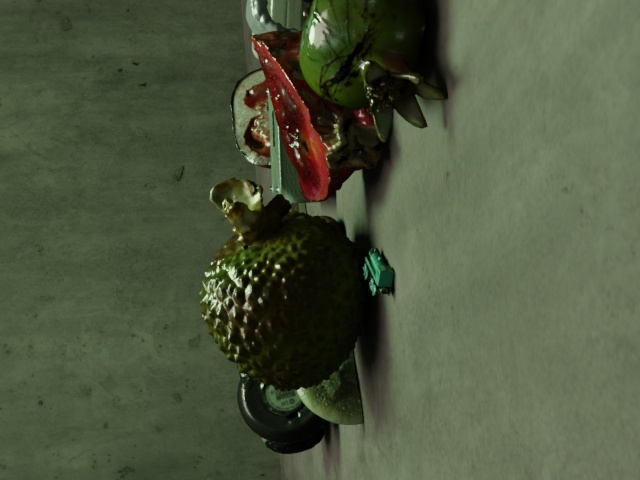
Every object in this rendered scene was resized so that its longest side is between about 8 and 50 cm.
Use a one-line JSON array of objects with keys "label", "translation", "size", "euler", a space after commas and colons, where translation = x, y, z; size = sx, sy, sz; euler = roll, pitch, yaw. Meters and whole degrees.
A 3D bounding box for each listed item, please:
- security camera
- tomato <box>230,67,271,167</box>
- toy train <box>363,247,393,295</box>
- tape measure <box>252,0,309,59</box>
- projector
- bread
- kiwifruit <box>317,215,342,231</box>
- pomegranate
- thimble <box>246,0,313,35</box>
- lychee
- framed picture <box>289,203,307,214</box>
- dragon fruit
[{"label": "security camera", "translation": [-0.071, 0.360, 1.782], "size": [0.277, 0.196, 0.191], "euler": [89, 165, -66]}, {"label": "tomato", "translation": [-0.092, -0.254, 1.780], "size": [0.155, 0.180, 0.214], "euler": [32, -120, -78]}, {"label": "toy train", "translation": [0.078, 0.043, 1.132], "size": [0.092, 0.029, 0.045], "euler": [-108, 24, -63]}, {"label": "tape measure", "translation": [-0.060, -0.465, 1.515], "size": [0.265, 0.130, 0.258], "euler": [-101, 12, -70]}, {"label": "projector", "translation": [-0.045, -0.199, 1.580], "size": [0.198, 0.108, 0.251], "euler": [-145, 51, -81]}, {"label": "bread", "translation": [0.006, 0.222, 1.413], "size": [0.036, 0.112, 0.193], "euler": [110, 155, -60]}, {"label": "kiwifruit", "translation": [0.002, -0.007, 1.478], "size": [0.124, 0.075, 0.075], "euler": [180, 86, -78]}, {"label": "pomegranate", "translation": [0.052, -0.194, 0.868], "size": [0.152, 0.131, 0.191], "euler": [102, 155, -52]}, {"label": "thimble", "translation": [-0.044, -0.375, 1.343], "size": [0.118, 0.151, 0.127], "euler": [-150, 69, -81]}, {"label": "lychee", "translation": [-0.056, 0.075, 1.277], "size": [0.270, 0.269, 0.320], "euler": [-110, 26, -62]}, {"label": "framed picture", "translation": [-0.060, -0.039, 2.069], "size": [0.289, 0.016, 0.213], "euler": [97, 166, -53]}, {"label": "dragon fruit", "translation": [0.025, -0.162, 1.130], "size": [0.211, 0.134, 0.262], "euler": [-127, 17, -54]}]
